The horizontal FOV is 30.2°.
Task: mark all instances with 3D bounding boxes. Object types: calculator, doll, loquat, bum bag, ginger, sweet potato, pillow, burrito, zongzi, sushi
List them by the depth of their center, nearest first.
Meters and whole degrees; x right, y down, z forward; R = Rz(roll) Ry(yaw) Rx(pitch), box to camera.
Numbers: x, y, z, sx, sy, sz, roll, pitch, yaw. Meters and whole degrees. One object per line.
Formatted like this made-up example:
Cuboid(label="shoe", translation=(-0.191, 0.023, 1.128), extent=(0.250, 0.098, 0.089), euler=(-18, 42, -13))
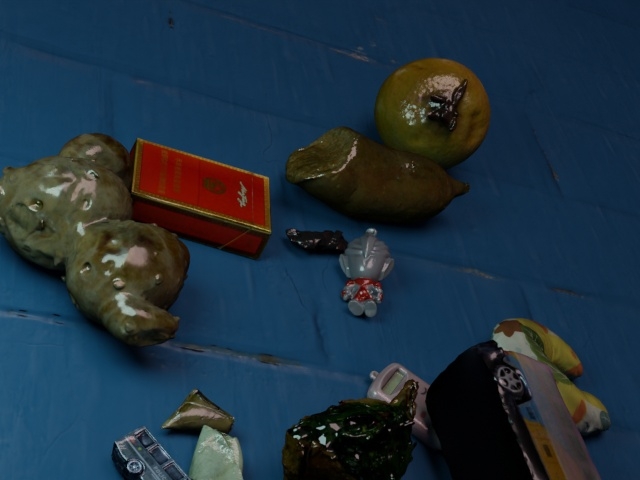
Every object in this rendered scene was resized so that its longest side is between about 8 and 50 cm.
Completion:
Cuboid(label="burrito", translation=(-0.133, 0.295, 1.547), extent=(0.074, 0.044, 0.118), euler=(13, 39, -7))
Cuboid(label="zongzi", translation=(-0.163, 0.248, 1.591), extent=(0.076, 0.040, 0.083), euler=(34, 38, 7))
Cuboid(label="sushi", translation=(0.062, 0.282, 1.616), extent=(0.287, 0.140, 0.149), euler=(-11, 44, -42))
Cuboid(label="ginger", translation=(-0.309, -0.002, 1.689), extent=(0.256, 0.176, 0.375), euler=(-8, 50, -47))
Cuboid(label="calculator", translation=(0.147, 0.254, 1.810), extent=(0.175, 0.032, 0.100), euler=(35, 36, 9))
Cuboid(label="pillow", translation=(0.378, 0.224, 1.980), extent=(0.214, 0.086, 0.233), euler=(20, 32, -31))
Cuboid(label="doll", translation=(0.075, 0.052, 1.984), extent=(0.094, 0.079, 0.180), euler=(4, 50, 5))
Cuboid(label="bum bag", translation=(-0.001, 0.001, 2.022), extent=(0.124, 0.034, 0.058), euler=(1, 34, -35))
Cuboid(label="sweet potato", translation=(0.112, -0.104, 2.149), extent=(0.369, 0.158, 0.158), euler=(18, 36, -28))
Cuboid(label="loquat", translation=(0.220, -0.250, 2.326), extent=(0.244, 0.244, 0.244), euler=(19, 36, -15))

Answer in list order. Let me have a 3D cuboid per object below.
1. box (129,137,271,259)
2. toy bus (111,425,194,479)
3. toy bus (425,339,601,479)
Cuboid(label="box", translation=(-0.202, -0.069, 1.941), extent=(0.239, 0.074, 0.153), euler=(16, 33, -17))
Cuboid(label="toy bus", translation=(-0.194, 0.307, 1.473), extent=(0.065, 0.047, 0.166), euler=(-29, 62, -35))
Cuboid(label="toy bus", translation=(0.301, 0.339, 1.663), extent=(0.162, 0.171, 0.386), euler=(10, 46, -33))
